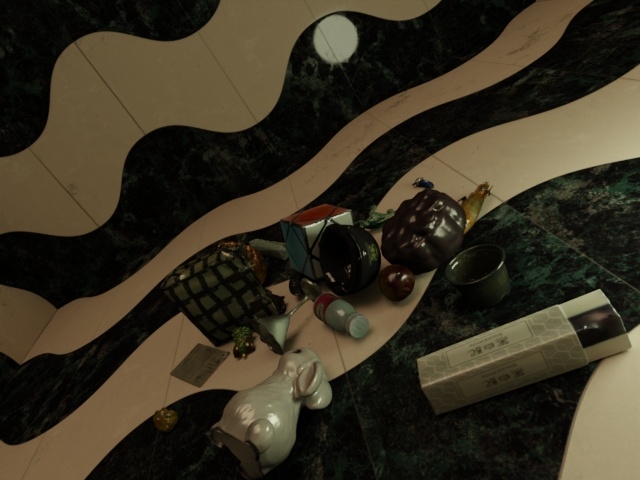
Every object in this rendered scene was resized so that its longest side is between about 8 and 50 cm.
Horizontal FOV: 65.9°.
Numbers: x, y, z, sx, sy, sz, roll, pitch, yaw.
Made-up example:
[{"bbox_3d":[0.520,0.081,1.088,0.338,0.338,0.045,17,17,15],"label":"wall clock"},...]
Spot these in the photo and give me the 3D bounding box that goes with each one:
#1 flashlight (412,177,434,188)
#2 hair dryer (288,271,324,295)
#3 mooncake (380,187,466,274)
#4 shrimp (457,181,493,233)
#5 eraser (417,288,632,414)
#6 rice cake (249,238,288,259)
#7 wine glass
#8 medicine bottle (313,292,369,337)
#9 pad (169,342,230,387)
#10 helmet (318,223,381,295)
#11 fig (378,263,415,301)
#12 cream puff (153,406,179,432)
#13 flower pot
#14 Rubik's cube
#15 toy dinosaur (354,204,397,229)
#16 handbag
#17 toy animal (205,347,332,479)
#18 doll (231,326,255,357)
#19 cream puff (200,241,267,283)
[{"bbox_3d":[0.410,-0.230,1.966,0.057,0.036,0.121,-36,23,-7],"label":"flashlight"},{"bbox_3d":[-0.004,0.125,1.821,0.218,0.075,0.195,-14,19,18],"label":"hair dryer"},{"bbox_3d":[0.304,-0.033,1.527,0.283,0.141,0.283,-40,26,24],"label":"mooncake"},{"bbox_3d":[0.461,-0.090,1.615,0.287,0.063,0.152,-48,16,-26],"label":"shrimp"},{"bbox_3d":[0.401,0.235,1.015,0.403,0.096,0.098,-27,24,17],"label":"eraser"},{"bbox_3d":[-0.237,0.037,2.261,0.063,0.066,0.336,-36,23,-26],"label":"rice cake"},{"bbox_3d":[-0.097,0.239,1.604,0.232,0.156,0.156,-41,24,-25],"label":"wine glass"},{"bbox_3d":[0.061,0.225,1.479,0.090,0.090,0.216,-41,24,-15],"label":"medicine bottle"},{"bbox_3d":[-0.448,0.451,1.812,0.264,0.009,0.160,-3,39,51],"label":"pad"},{"bbox_3d":[0.110,0.053,1.575,0.160,0.231,0.278,-7,-6,-29],"label":"helmet"},{"bbox_3d":[0.213,0.120,1.473,0.109,0.103,0.154,-21,16,-26],"label":"fig"},{"bbox_3d":[-0.495,0.575,1.584,0.083,0.083,0.058,-38,-23,17],"label":"cream puff"},{"bbox_3d":[0.410,0.096,1.255,0.157,0.107,0.157,-30,21,13],"label":"flower pot"},{"bbox_3d":[0.000,0.000,1.779,0.207,0.205,0.205,-22,19,-24],"label":"Rubik's cube"},{"bbox_3d":[0.257,-0.111,1.899,0.382,0.076,0.129,-32,30,14],"label":"toy dinosaur"},{"bbox_3d":[-0.342,0.193,1.770,0.326,0.325,0.163,-24,27,23],"label":"handbag"},{"bbox_3d":[-0.100,0.408,1.248,0.257,0.194,0.357,-22,16,49],"label":"toy animal"},{"bbox_3d":[-0.271,0.346,1.698,0.078,0.077,0.113,-22,26,6],"label":"doll"},{"bbox_3d":[-0.391,0.139,2.062,0.326,0.231,0.343,-27,24,8],"label":"cream puff"}]
